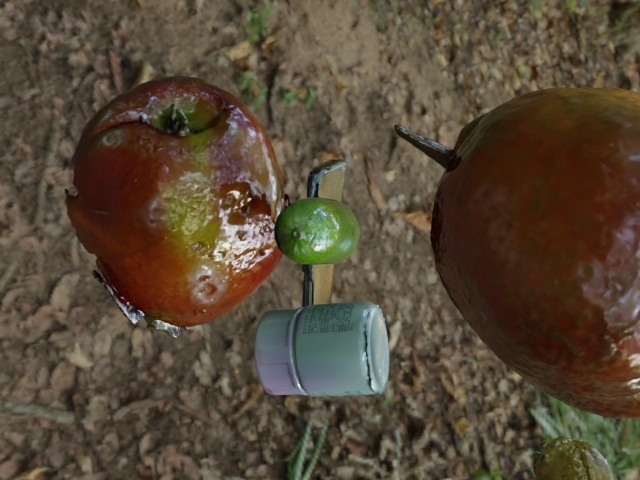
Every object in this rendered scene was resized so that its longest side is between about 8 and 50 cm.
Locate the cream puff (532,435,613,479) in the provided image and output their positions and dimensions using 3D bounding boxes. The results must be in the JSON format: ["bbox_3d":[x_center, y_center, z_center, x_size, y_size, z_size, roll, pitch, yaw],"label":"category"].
[{"bbox_3d":[0.483,0.470,1.723,0.189,0.130,0.188,174,-90,-71],"label":"cream puff"}]

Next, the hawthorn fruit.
[{"bbox_3d":[0.162,-0.015,0.600,0.262,0.210,0.210,43,9,31],"label":"hawthorn fruit"}]

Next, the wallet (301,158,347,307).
[{"bbox_3d":[0.000,0.000,1.814,0.172,0.045,0.317,-38,135,-67],"label":"wallet"}]

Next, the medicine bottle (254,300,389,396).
[{"bbox_3d":[0.003,0.156,1.265,0.135,0.169,0.135,-6,90,-74],"label":"medicine bottle"}]

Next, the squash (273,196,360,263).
[{"bbox_3d":[0.004,-0.013,1.289,0.379,0.102,0.101,16,59,-81],"label":"squash"}]

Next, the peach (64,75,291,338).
[{"bbox_3d":[-0.224,-0.045,1.473,0.339,0.353,0.416,-74,177,-48],"label":"peach"}]
